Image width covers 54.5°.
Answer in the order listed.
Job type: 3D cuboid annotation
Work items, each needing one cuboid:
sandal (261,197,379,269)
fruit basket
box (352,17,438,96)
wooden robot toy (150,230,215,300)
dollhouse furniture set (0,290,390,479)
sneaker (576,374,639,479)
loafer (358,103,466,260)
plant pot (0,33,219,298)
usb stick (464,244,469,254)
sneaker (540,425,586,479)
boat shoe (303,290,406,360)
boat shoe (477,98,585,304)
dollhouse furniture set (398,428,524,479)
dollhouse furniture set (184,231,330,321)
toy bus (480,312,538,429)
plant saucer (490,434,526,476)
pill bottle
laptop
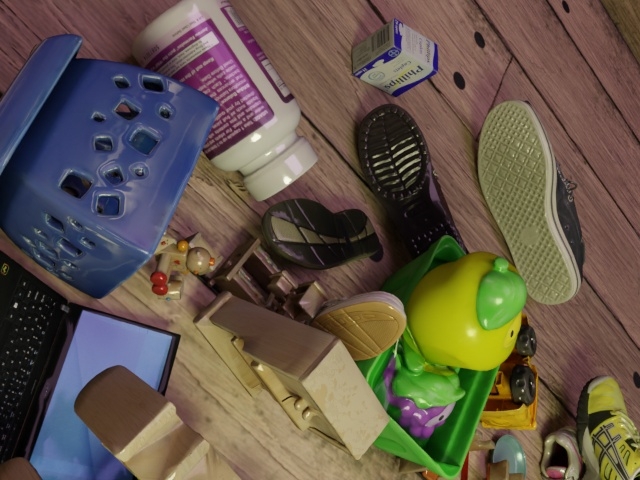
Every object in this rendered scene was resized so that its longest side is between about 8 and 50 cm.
[{"bbox_3d":[0.001,0.001,1.082,0.303,0.086,0.120,5,67,-56],"label":"sandal"},{"bbox_3d":[0.219,0.163,1.024,0.283,0.392,0.392,50,50,-17],"label":"fruit basket"},{"bbox_3d":[0.157,-0.379,1.303,0.137,0.126,0.072,15,66,-37],"label":"box"},{"bbox_3d":[-0.182,0.038,0.835,0.079,0.173,0.076,4,55,-6],"label":"wooden robot toy"},{"bbox_3d":[-0.151,0.276,0.766,0.394,0.257,0.362,-45,123,-24],"label":"dollhouse furniture set"},{"bbox_3d":[0.647,0.464,1.328,0.145,0.147,0.384,34,48,-24],"label":"sneaker"},{"bbox_3d":[0.178,-0.095,1.256,0.130,0.134,0.365,-6,76,-79],"label":"loafer"},{"bbox_3d":[-0.291,-0.089,0.756,0.212,0.236,0.235,29,59,-23],"label":"plant pot"},{"bbox_3d":[0.358,0.129,1.373,0.278,0.045,0.077,56,42,-13],"label":"usb stick"},{"bbox_3d":[0.541,0.537,1.372,0.111,0.103,0.252,17,57,-35],"label":"sneaker"},{"bbox_3d":[0.030,0.126,0.934,0.098,0.277,0.096,44,47,-11],"label":"boat shoe"},{"bbox_3d":[0.515,-0.096,1.497,0.156,0.187,0.499,-28,100,-48],"label":"boat shoe"},{"bbox_3d":[0.239,0.474,1.128,0.262,0.135,0.259,43,41,-23],"label":"dollhouse furniture set"},{"bbox_3d":[-0.089,0.030,0.933,0.182,0.161,0.101,50,50,-18],"label":"dollhouse furniture set"},{"bbox_3d":[0.392,0.288,1.296,0.211,0.150,0.220,46,48,-38],"label":"toy bus"},{"bbox_3d":[0.391,0.470,1.306,0.119,0.021,0.119,14,68,-38],"label":"plant saucer"},{"bbox_3d":[-0.137,-0.216,0.966,0.301,0.169,0.169,55,49,-13],"label":"pill bottle"},{"bbox_3d":[-0.296,0.170,0.717,0.264,0.137,0.234,74,23,-62],"label":"laptop"}]
